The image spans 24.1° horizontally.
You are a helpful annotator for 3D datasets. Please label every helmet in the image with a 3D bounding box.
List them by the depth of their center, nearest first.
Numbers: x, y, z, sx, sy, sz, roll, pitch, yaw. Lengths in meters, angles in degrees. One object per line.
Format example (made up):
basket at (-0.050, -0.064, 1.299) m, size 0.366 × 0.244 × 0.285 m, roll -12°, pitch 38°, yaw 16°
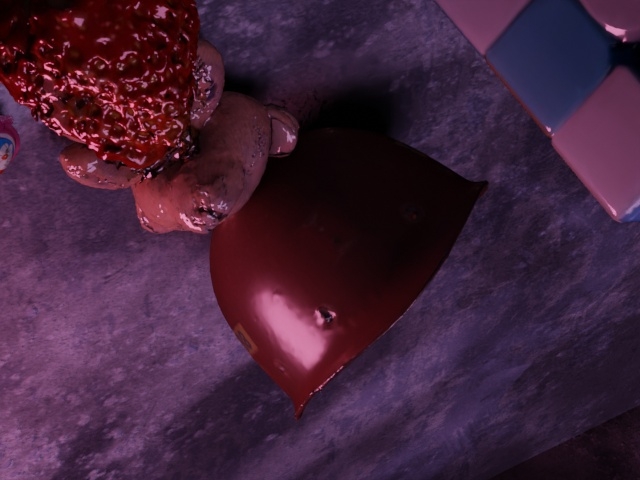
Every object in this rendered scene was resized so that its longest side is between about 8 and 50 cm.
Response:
helmet at (0.000, 0.000, 1.653) m, size 0.337 × 0.230 × 0.385 m, roll -50°, pitch 178°, yaw -1°

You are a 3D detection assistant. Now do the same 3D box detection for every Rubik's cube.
Rubik's cube at (0.385, -0.250, 1.525) m, size 0.344 × 0.346 × 0.347 m, roll -4°, pitch 141°, yaw -53°

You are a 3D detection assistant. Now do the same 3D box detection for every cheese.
cheese at (-0.340, -0.068, 1.433) m, size 0.095 × 0.038 × 0.145 m, roll 3°, pitch 136°, yaw -47°

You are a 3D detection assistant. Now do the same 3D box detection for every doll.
doll at (-0.154, -0.094, 1.467) m, size 0.201 × 0.156 × 0.303 m, roll -39°, pitch 148°, yaw 13°

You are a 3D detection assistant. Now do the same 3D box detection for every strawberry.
strawberry at (-0.180, -0.159, 1.275) m, size 0.187 × 0.201 × 0.184 m, roll -32°, pitch -169°, yaw -16°
